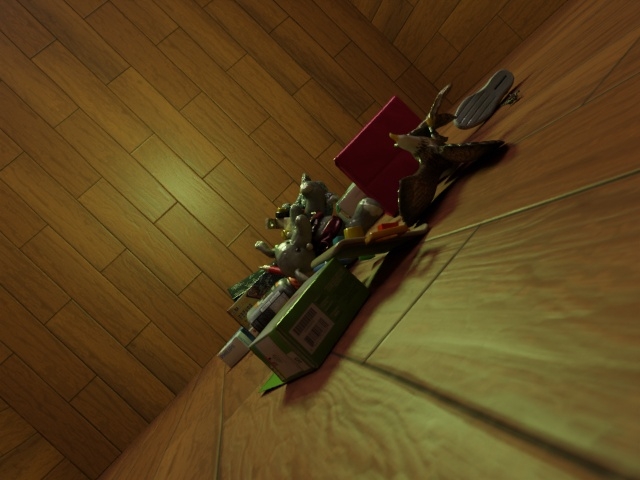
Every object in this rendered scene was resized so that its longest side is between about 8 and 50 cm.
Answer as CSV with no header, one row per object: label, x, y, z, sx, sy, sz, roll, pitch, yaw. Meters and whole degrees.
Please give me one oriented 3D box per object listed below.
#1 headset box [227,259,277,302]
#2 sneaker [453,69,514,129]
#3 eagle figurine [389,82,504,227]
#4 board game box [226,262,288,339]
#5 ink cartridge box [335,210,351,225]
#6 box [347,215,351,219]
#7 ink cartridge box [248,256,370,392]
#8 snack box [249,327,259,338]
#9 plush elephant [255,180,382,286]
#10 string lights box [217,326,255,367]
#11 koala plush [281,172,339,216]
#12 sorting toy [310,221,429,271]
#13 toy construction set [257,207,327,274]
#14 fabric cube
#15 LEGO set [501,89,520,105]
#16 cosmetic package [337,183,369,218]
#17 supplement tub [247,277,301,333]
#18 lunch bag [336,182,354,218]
headset box,-0.227,0.199,1.860,0.246,0.131,0.283,-32,10,-13
sneaker,0.514,-0.425,1.470,0.258,0.094,0.091,-42,-17,-13
eagle figurine,0.247,-0.174,1.008,0.298,0.225,0.226,-100,3,-51
board game box,-0.192,0.222,1.676,0.243,0.165,0.042,-46,2,-18
ink cartridge box,0.085,-0.038,1.832,0.067,0.115,0.198,-46,1,21
box,0.000,0.000,2.096,0.322,0.079,0.257,-27,7,8
ink cartridge box,-0.048,0.167,0.869,0.189,0.097,0.255,-48,4,-39
snack box,-0.156,0.260,1.572,0.178,0.064,0.022,-46,1,-11
plush elephant,-0.029,0.007,1.321,0.255,0.272,0.330,-16,-52,-56
string lights box,-0.290,0.374,1.848,0.133,0.077,0.259,-45,2,26
koala plush,-0.025,-0.154,1.813,0.203,0.196,0.221,-47,-13,-29
sorting toy,0.088,0.001,0.914,0.196,0.047,0.348,-11,-9,-18
toy construction set,-0.119,0.011,1.687,0.237,0.257,0.309,7,33,34
fabric cube,0.218,-0.256,1.473,0.258,0.259,0.254,-46,3,6
LEGO set,0.518,-0.378,1.253,0.083,0.023,0.054,-28,-10,-49
cosmetic package,0.197,-0.181,1.864,0.197,0.155,0.365,-49,3,11
supplement tub,-0.120,0.196,1.406,0.190,0.117,0.117,-45,2,3
lunch bag,0.195,-0.200,2.266,0.223,0.160,0.262,-51,-7,-30
